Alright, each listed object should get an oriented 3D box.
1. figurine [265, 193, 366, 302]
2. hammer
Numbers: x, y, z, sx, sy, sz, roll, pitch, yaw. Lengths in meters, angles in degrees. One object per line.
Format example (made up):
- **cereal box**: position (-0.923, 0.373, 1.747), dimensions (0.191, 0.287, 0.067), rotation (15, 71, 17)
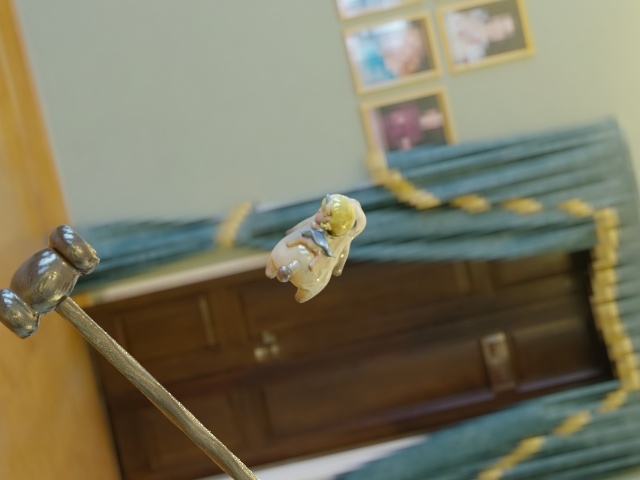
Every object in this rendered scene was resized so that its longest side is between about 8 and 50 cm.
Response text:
- **figurine**: position (0.000, 0.000, 1.183), dimensions (0.047, 0.083, 0.050), rotation (36, -13, 3)
- **hammer**: position (-0.054, 0.108, 0.931), dimensions (0.292, 0.058, 0.029), rotation (46, -6, -22)
